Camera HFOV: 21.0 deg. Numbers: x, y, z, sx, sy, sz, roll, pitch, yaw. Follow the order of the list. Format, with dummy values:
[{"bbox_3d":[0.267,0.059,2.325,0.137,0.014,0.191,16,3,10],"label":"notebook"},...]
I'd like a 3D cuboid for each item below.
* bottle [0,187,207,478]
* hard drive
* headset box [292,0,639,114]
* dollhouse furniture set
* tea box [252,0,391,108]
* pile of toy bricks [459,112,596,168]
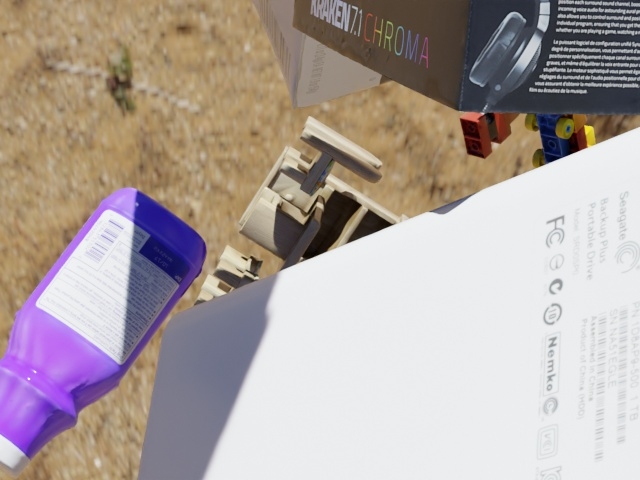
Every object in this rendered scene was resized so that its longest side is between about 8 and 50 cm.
[{"bbox_3d":[-0.224,0.088,1.608,0.118,0.092,0.283,35,72,-3],"label":"bottle"},{"bbox_3d":[0.053,0.089,0.718,0.047,0.353,0.233,34,49,-36],"label":"hard drive"},{"bbox_3d":[0.091,-0.221,0.829,0.131,0.246,0.283,0,106,-19],"label":"headset box"},{"bbox_3d":[0.000,0.000,1.813,0.161,0.242,0.212,32,101,-4],"label":"dollhouse furniture set"},{"bbox_3d":[0.074,-0.329,1.365,0.323,0.220,0.329,-19,72,-11],"label":"tea box"},{"bbox_3d":[0.146,-0.148,1.134,0.118,0.212,0.105,18,47,38],"label":"pile of toy bricks"}]
